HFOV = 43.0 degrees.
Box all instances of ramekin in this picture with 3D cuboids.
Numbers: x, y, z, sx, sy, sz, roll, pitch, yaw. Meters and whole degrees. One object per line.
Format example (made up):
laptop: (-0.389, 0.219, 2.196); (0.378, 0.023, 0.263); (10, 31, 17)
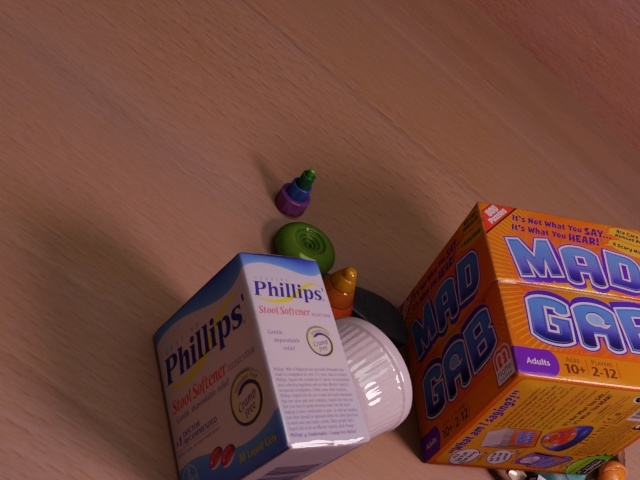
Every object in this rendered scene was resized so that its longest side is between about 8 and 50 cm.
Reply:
ramekin: (0.039, 0.241, 1.349); (0.109, 0.207, 0.207); (-23, 76, -41)

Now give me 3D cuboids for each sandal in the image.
sandal: (0.059, 0.131, 1.584); (0.254, 0.054, 0.097); (30, 36, -7)

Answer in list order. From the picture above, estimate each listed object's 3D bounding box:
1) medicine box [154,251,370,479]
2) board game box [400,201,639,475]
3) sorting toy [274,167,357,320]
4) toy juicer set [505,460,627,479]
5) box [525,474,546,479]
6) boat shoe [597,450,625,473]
medicine box: (-0.099, 0.207, 1.188); (0.149, 0.263, 0.289); (8, 53, -40)
board game box: (0.401, 0.197, 1.531); (0.356, 0.356, 0.356); (9, 51, -17)
sorting toy: (0.000, 0.000, 1.530); (0.127, 0.126, 0.365); (10, 44, -29)
toy juicer set: (0.507, 0.501, 1.682); (0.329, 0.089, 0.209); (-19, 91, -34)
box: (0.412, 0.560, 1.522); (0.114, 0.036, 0.207); (37, 55, -15)
boat shoe: (0.658, 0.495, 1.844); (0.178, 0.064, 0.060); (-61, 139, -54)
